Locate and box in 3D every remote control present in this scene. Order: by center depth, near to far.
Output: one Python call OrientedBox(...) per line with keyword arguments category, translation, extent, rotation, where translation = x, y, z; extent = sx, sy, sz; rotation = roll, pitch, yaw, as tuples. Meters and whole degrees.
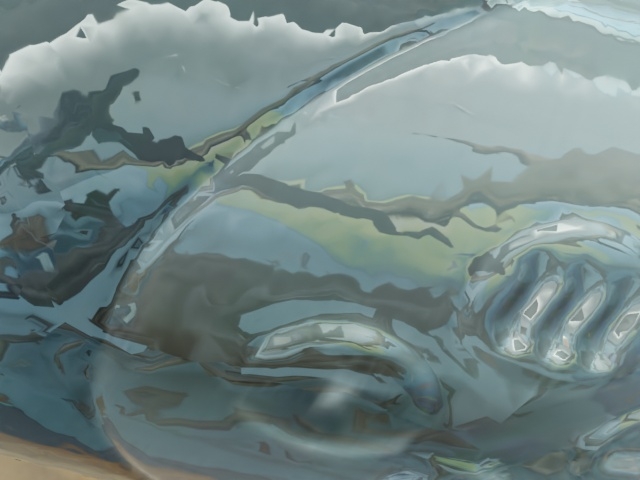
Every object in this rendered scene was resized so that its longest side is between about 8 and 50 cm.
OrientedBox(category="remote control", translation=(0.000, 0.000, 0.508), extent=(0.332, 0.103, 0.221), rotation=(15, 136, -6))
